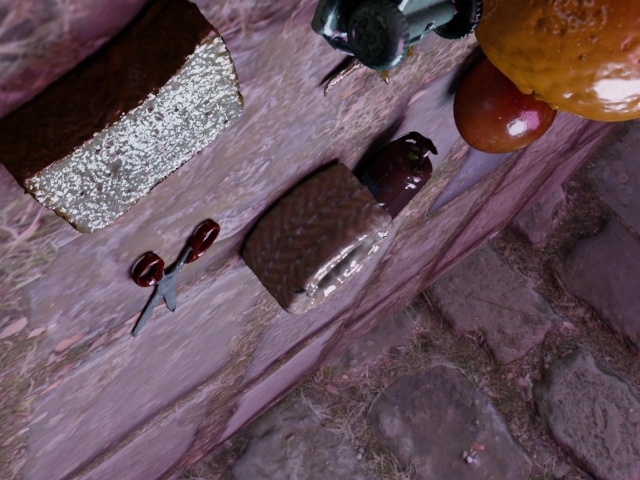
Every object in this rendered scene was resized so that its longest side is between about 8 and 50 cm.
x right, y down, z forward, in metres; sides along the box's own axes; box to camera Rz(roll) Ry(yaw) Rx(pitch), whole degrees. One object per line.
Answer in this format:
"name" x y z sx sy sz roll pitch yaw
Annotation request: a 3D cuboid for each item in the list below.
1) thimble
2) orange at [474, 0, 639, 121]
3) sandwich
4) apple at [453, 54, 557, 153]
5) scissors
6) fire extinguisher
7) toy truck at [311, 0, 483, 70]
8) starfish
"thimble" -0.003 0.004 1.357 0.229 0.148 0.196 -39 165 -6
"orange" 0.340 -0.299 1.021 0.341 0.341 0.293 -19 139 -57
"sandwich" -0.174 -0.107 0.759 0.215 0.065 0.186 -40 165 -9
"apple" 0.324 -0.246 1.459 0.181 0.181 0.168 -34 -175 -31
"scissors" -0.224 0.066 1.214 0.144 0.017 0.247 -32 163 -34
"fire extinguisher" 0.097 -0.067 1.456 0.341 0.105 0.141 -51 -152 39
"toy truck" 0.093 -0.291 0.755 0.155 0.156 0.279 -30 161 -39
"starfish" 0.087 -0.257 1.078 0.217 0.050 0.223 -36 161 6
